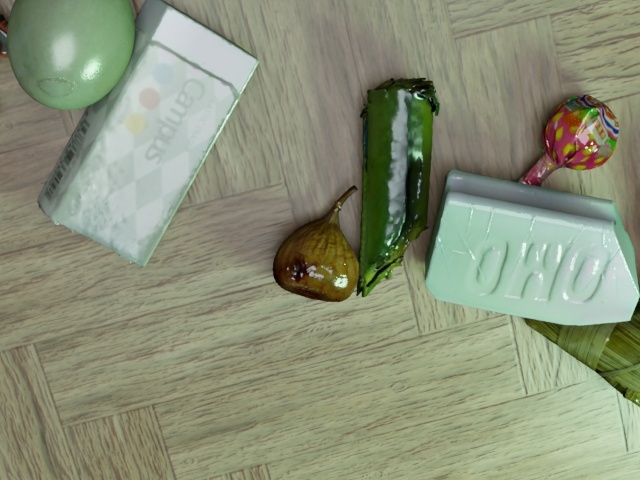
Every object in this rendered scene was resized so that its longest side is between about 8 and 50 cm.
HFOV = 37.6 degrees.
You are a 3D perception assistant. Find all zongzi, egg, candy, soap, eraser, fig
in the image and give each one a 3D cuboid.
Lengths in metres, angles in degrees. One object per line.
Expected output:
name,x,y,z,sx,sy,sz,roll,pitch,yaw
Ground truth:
zongzi,0.536,0.133,1.620,0.288,0.134,0.286,31,126,-1
egg,-0.379,-0.317,1.438,0.186,0.186,0.253,9,64,-6
candy,0.353,-0.095,1.607,0.124,0.124,0.365,40,106,-12
soap,0.357,0.022,1.564,0.346,0.115,0.208,11,122,0
eraser,-0.286,-0.177,1.540,0.213,0.082,0.397,29,100,-10
fig,0.000,0.000,1.592,0.146,0.134,0.201,12,87,-20

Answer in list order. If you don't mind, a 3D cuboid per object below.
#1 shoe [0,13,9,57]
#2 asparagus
shoe,-0.541,-0.337,1.468,0.171,0.132,0.337,7,105,-11
asparagus,0.126,-0.082,1.582,0.128,0.108,0.382,1,105,-5
